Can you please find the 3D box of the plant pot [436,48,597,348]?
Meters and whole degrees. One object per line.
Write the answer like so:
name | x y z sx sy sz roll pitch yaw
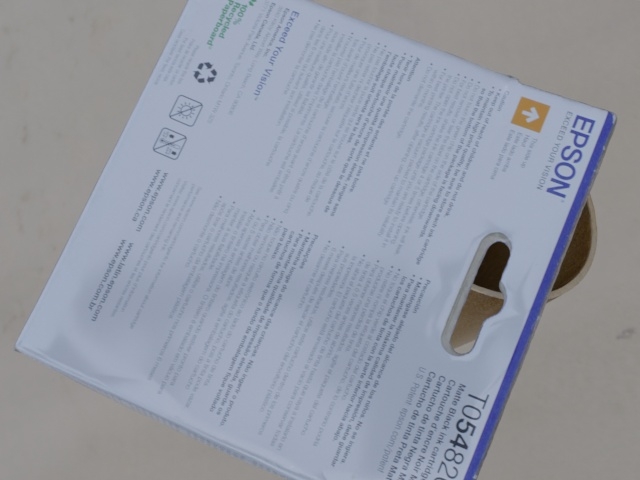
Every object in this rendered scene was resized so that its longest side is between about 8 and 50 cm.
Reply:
plant pot | 0.056 0.012 0.870 0.254 0.237 0.237 -50 48 44

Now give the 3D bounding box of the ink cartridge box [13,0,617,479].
ink cartridge box | 0.000 0.000 0.511 0.224 0.045 0.223 23 78 9
